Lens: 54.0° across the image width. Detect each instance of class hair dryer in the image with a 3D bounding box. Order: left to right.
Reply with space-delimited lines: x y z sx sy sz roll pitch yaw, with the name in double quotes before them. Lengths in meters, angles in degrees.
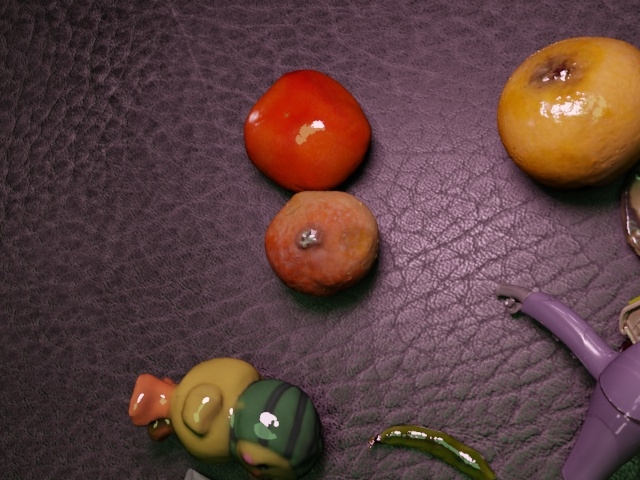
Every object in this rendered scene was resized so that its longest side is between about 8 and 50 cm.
"hair dryer" 0.408 0.198 1.034 0.361 0.121 0.301 55 141 43

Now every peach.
"peach" 0.000 0.000 1.156 0.232 0.232 0.232 -4 76 16

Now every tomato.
"tomato" -0.032 -0.212 1.240 0.260 0.180 0.260 -7 72 22

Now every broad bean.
"broad bean" 0.198 0.370 1.111 0.227 0.039 0.069 8 74 19

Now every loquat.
"loquat" 0.435 -0.217 1.065 0.263 0.263 0.263 -4 76 16

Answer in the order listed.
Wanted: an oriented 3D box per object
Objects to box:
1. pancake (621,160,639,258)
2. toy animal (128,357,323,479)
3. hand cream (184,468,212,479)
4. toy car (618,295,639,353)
"pancake" 0.662 -0.043 1.065 0.294 0.049 0.294 -3 76 12
"toy animal" -0.154 0.316 1.147 0.338 0.216 0.191 10 54 15
"hand cream" -0.126 0.536 1.162 0.340 0.078 0.124 10 81 26
"toy car" 0.617 0.174 0.977 0.198 0.204 0.248 -20 72 -14
